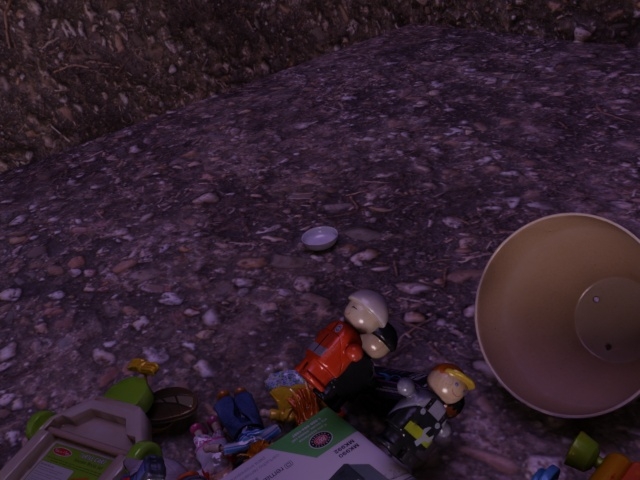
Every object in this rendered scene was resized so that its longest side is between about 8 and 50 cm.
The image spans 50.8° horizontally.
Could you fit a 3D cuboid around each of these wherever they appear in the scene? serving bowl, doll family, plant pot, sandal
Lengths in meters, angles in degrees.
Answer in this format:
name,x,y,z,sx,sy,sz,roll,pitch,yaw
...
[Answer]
name,x,y,z,sx,sy,sz,roll,pitch,yaw
serving bowl,0.000,0.000,1.522,0.083,0.027,0.083,-8,30,4
doll family,-0.080,0.268,0.995,0.263,0.118,0.163,-21,31,-17
plant pot,0.401,0.113,0.998,0.191,0.284,0.284,11,9,-44
sandal,-0.276,0.291,1.101,0.180,0.049,0.072,-22,32,11

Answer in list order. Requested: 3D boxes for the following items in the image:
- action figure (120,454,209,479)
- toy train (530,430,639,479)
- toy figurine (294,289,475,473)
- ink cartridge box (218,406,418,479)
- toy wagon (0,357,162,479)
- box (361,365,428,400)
name,x,y,z,sx,sy,sz,roll,pitch,yaw
action figure,-0.165,0.397,0.734,0.179,0.341,0.330,7,43,-35
toy train,0.364,0.280,0.812,0.143,0.105,0.248,30,49,34
toy figurine,0.091,0.184,0.885,0.209,0.213,0.148,36,76,25
ink cartridge box,0.027,0.359,0.797,0.211,0.121,0.289,-28,33,-28
toy wagon,-0.351,0.320,0.999,0.267,0.068,0.344,2,38,35
box,0.107,0.220,1.048,0.162,0.029,0.116,6,0,25
